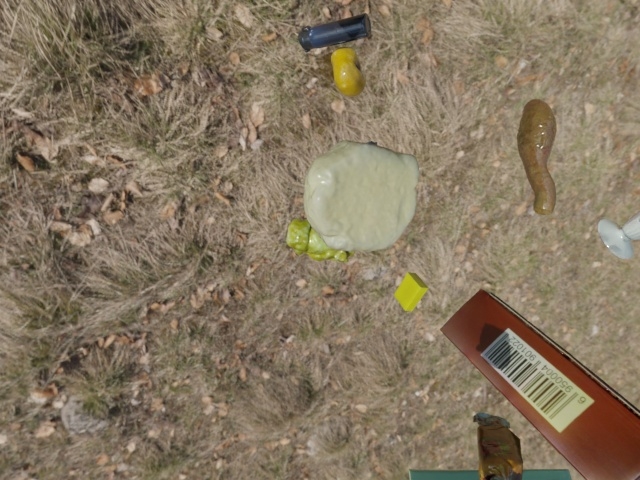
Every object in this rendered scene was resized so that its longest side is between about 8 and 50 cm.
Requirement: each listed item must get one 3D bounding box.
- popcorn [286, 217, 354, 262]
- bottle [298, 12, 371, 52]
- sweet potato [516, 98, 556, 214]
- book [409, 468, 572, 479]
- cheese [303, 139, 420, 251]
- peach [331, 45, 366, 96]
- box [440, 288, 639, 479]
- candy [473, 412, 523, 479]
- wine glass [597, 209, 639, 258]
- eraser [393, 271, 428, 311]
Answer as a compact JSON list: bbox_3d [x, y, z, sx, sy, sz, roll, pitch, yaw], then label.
[{"bbox_3d":[0.000,0.000,1.634,0.286,0.173,0.225,10,171,-10],"label":"popcorn"},{"bbox_3d":[0.043,-0.692,1.355,0.072,0.245,0.082,-60,140,-46],"label":"bottle"},{"bbox_3d":[0.621,-0.259,1.166,0.109,0.384,0.109,8,158,3],"label":"sweet potato"},{"bbox_3d":[0.401,0.654,0.903,0.380,0.263,0.031,-1,146,4],"label":"book"},{"bbox_3d":[0.114,-0.121,1.077,0.326,0.115,0.318,-43,116,-8],"label":"cheese"},{"bbox_3d":[0.103,-0.619,1.499,0.103,0.179,0.179,-15,155,26],"label":"peach"},{"bbox_3d":[0.447,0.303,0.757,0.122,0.344,0.385,-46,129,5],"label":"box"},{"bbox_3d":[0.202,0.251,0.460,0.053,0.046,0.182,-8,-177,21],"label":"candy"},{"bbox_3d":[0.859,-0.045,1.063,0.165,0.164,0.196,-13,157,-32],"label":"wine glass"},{"bbox_3d":[0.350,0.199,1.582,0.045,0.097,0.122,10,118,-32],"label":"eraser"}]
